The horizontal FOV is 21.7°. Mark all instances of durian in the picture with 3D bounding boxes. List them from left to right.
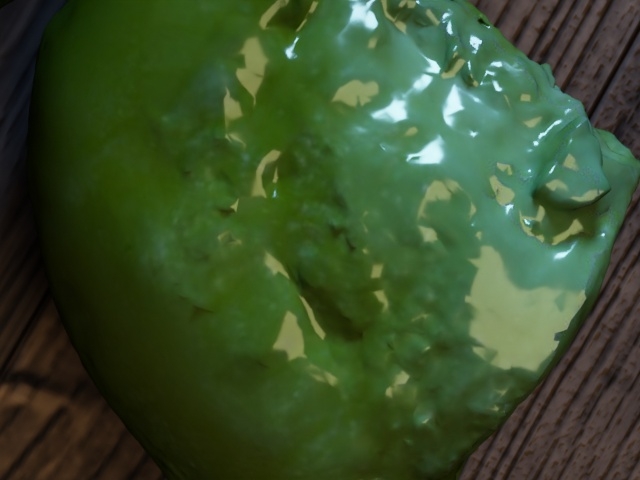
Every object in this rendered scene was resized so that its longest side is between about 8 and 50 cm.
[{"bbox_3d":[0.000,0.000,0.728,0.339,0.204,0.256,44,109,0],"label":"durian"}]

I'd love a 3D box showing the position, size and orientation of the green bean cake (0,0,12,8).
[{"bbox_3d":[-0.272,-0.133,0.485,0.319,0.218,0.335,-50,125,-14],"label":"green bean cake"}]
